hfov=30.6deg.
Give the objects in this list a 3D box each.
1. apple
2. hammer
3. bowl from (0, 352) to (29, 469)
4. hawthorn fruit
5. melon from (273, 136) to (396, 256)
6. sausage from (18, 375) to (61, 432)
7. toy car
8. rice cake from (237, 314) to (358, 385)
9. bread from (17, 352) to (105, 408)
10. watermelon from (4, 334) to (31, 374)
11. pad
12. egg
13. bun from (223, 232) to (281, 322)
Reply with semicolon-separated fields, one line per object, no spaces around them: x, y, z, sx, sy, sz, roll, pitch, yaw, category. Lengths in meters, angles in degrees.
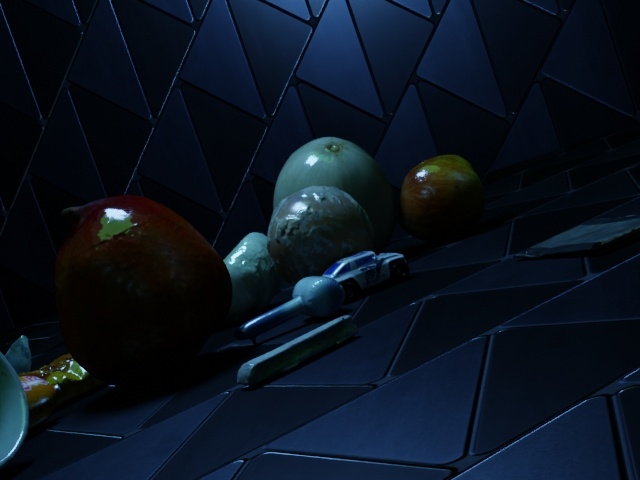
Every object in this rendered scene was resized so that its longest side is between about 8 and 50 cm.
0.243;-0.080;2.398;0.173;0.160;0.195;-7;-33;-5;apple
-0.057;0.121;1.949;0.194;0.069;0.116;-26;8;-18;hammer
-0.553;0.241;1.568;0.146;0.289;0.289;-49;-10;28;bowl
-0.285;0.080;1.894;0.295;0.311;0.295;-7;10;1;hawthorn fruit
0.026;-0.066;2.406;0.271;0.308;0.272;-21;39;19;melon
-0.514;0.279;1.767;0.093;0.093;0.312;-15;7;40;sausage
0.069;0.060;2.068;0.170;0.070;0.080;-20;6;-18;toy car
-0.032;0.154;1.633;0.206;0.036;0.047;-24;-5;-38;rice cake
-0.466;0.249;2.013;0.139;0.077;0.271;-11;7;43;bread
-0.590;0.265;2.237;0.180;0.081;0.094;-55;10;26;watermelon
0.419;-0.008;1.782;0.174;0.022;0.233;-22;4;-23;pad
0.000;0.000;2.173;0.203;0.203;0.245;-18;-25;12;egg
-0.154;0.086;2.310;0.204;0.126;0.212;-47;5;-11;bun
